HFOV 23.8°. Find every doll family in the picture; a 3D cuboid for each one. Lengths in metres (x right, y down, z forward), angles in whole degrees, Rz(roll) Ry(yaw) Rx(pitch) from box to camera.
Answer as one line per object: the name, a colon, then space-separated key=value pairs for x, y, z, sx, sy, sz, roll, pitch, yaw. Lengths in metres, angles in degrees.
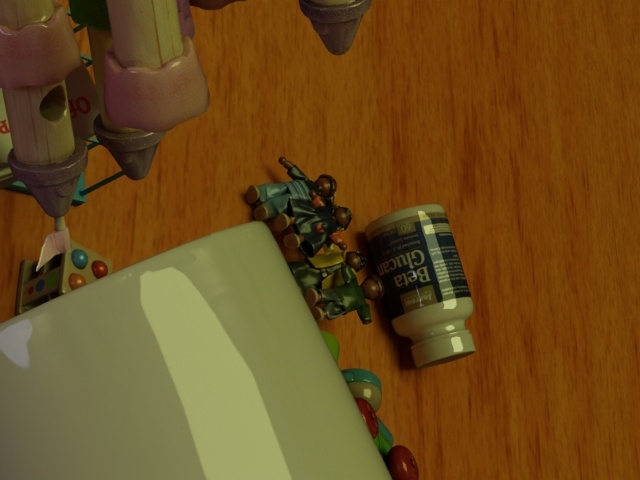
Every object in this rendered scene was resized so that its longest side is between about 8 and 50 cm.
doll family: x=0.000 y=0.000 z=1.569 sx=0.111 sy=0.076 sz=0.193 roll=-18 pitch=90 yaw=-37

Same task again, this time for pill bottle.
pill bottle: x=0.116 y=0.052 z=1.683 sx=0.094 sy=0.094 sz=0.169 roll=0 pitch=70 yaw=-55

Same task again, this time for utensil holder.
utensil holder: x=-0.099 y=0.221 z=1.084 sx=0.328 sy=0.328 sz=0.385 roll=-22 pitch=86 yaw=-57

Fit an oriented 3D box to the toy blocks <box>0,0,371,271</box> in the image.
toy blocks: x=-0.147 y=-0.163 z=1.074 sx=0.288 sy=0.309 sz=0.260 roll=-46 pitch=142 yaw=-43

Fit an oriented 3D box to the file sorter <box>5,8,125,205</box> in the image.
file sorter: x=-0.228 y=-0.135 z=1.308 sx=0.118 sy=0.104 sz=0.170 roll=14 pitch=60 yaw=-50

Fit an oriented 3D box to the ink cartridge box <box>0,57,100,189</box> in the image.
ink cartridge box: x=-0.308 y=-0.141 z=1.139 sx=0.171 sy=0.168 sz=0.232 roll=-28 pitch=93 yaw=-57

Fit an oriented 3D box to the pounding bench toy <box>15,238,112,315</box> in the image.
pounding bench toy: x=-0.210 y=0.052 z=1.253 sx=0.052 sy=0.065 sz=0.083 roll=32 pitch=47 yaw=-41

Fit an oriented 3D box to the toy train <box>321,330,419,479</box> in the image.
toy train: x=-0.004 y=0.142 z=1.435 sx=0.248 sy=0.105 sz=0.143 roll=52 pitch=23 yaw=-40
